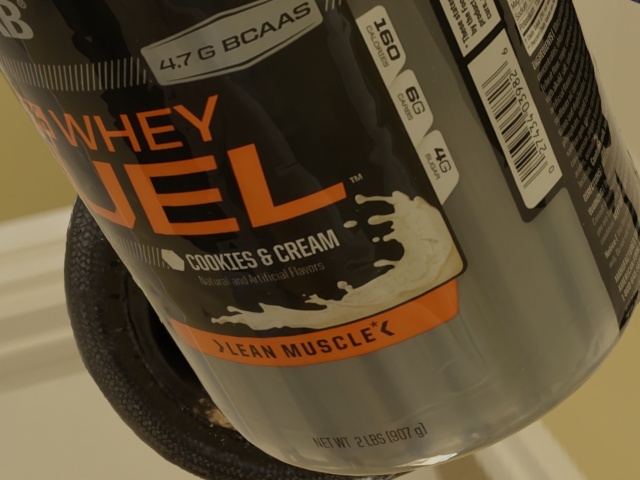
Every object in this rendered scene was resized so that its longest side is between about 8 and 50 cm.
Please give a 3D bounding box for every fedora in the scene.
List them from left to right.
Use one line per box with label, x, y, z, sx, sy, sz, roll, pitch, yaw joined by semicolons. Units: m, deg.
fedora;0.000;0.000;1.030;0.152;0.334;0.334;-122;-159;-81

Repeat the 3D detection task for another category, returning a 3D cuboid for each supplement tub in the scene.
supplement tub;-0.014;-0.083;0.551;0.316;0.193;0.193;61;-6;-34

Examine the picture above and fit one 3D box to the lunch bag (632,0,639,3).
lunch bag;0.234;-0.229;0.643;0.385;0.239;0.328;25;-22;9
